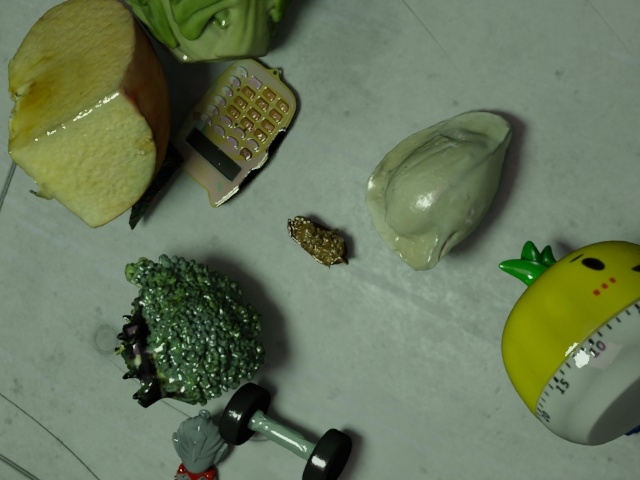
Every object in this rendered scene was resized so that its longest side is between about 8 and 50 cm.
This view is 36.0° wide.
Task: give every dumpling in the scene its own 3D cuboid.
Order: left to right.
[{"bbox_3d":[0.161,-0.088,1.415,0.179,0.131,0.252,33,92,40],"label":"dumpling"}]

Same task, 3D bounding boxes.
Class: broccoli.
[{"bbox_3d":[-0.227,0.158,1.524,0.263,0.247,0.243,37,148,2],"label":"broccoli"}]

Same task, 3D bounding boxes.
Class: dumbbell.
[{"bbox_3d":[-0.054,0.303,1.520,0.191,0.100,0.100,25,101,19],"label":"dumbbell"}]

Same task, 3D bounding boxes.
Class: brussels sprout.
[{"bbox_3d":[-0.168,-0.425,1.442,0.289,0.281,0.355,8,118,35],"label":"brussels sprout"}]

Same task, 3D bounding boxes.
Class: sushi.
[{"bbox_3d":[-0.002,0.004,1.510,0.118,0.060,0.061,21,94,19],"label":"sushi"}]

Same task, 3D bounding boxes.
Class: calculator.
[{"bbox_3d":[-0.136,-0.177,1.574,0.157,0.033,0.236,43,104,16],"label":"calculator"}]

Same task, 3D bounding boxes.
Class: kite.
[{"bbox_3d":[-0.289,-0.133,1.623,0.189,0.009,0.232,-3,81,37],"label":"kite"}]

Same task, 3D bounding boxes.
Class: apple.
[{"bbox_3d":[-0.358,-0.213,1.521,0.252,0.309,0.314,6,133,-14],"label":"apple"}]

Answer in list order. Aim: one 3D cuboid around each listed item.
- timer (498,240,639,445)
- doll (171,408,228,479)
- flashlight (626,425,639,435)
[{"bbox_3d":[0.339,0.099,1.285,0.285,0.285,0.285,1,92,22],"label":"timer"},{"bbox_3d":[-0.198,0.349,1.597,0.094,0.079,0.180,11,109,6],"label":"doll"},{"bbox_3d":[0.463,0.226,1.348,0.121,0.035,0.057,-40,105,23],"label":"flashlight"}]
